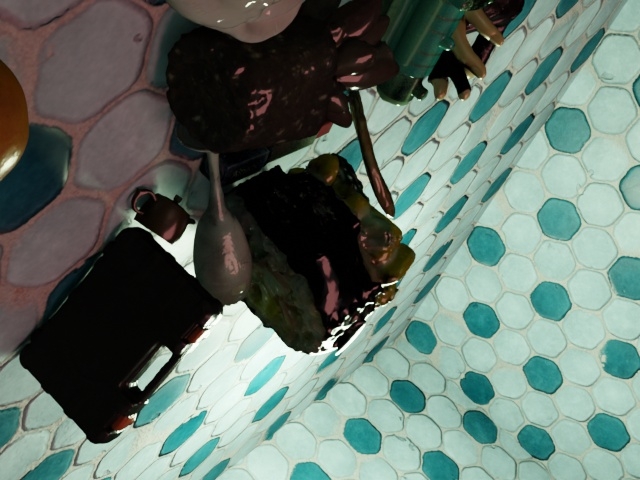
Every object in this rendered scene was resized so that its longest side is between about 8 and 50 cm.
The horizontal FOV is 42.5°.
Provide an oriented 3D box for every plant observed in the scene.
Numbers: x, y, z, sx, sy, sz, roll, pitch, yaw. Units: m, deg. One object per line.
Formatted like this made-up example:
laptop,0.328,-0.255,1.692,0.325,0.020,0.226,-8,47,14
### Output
plant,-0.041,-0.239,1.094,0.321,0.182,0.194,-32,152,-44

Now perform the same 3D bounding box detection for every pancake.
pancake,0.090,-0.163,1.514,0.031,0.249,0.250,-18,163,6

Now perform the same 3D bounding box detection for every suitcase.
suitcase,-0.305,0.143,1.247,0.285,0.206,0.066,-49,166,6

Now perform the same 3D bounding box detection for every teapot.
teapot,-0.237,-0.043,1.240,0.068,0.076,0.121,-56,134,-6

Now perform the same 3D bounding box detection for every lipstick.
lipstick,-0.073,-0.162,1.391,0.312,0.051,0.051,-29,155,-47

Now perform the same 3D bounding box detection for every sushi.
sushi,0.000,0.000,1.418,0.285,0.328,0.328,-32,158,-23

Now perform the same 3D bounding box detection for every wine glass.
wine glass,-0.113,0.013,1.164,0.096,0.264,0.309,-18,135,-21

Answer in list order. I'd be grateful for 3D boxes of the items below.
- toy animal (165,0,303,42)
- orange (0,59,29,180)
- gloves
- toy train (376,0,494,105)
toy animal,-0.007,-0.321,0.819,0.357,0.193,0.258,-28,-177,-8
orange,-0.341,-0.113,0.731,0.159,0.159,0.136,-53,-158,16
gloves,0.291,-0.401,1.550,0.197,0.152,0.300,29,78,-66
toy train,0.139,-0.348,1.253,0.120,0.194,0.298,-30,156,-46
